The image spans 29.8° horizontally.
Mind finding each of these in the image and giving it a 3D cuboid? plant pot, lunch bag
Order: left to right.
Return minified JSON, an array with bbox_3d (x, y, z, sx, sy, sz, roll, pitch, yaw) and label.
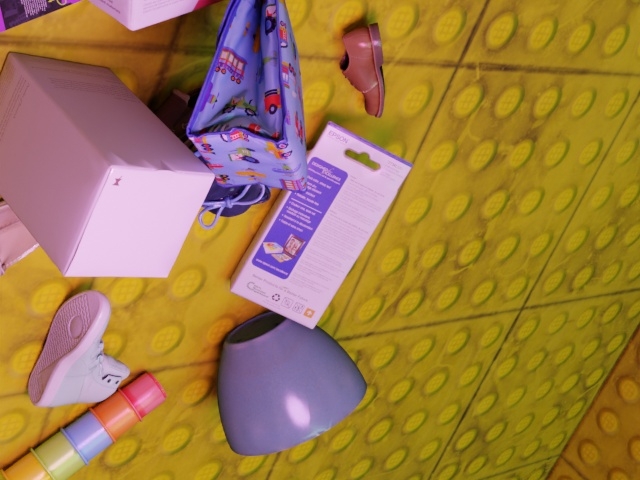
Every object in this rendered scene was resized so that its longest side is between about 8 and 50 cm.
[{"bbox_3d":[-0.077,-0.238,1.639,0.221,0.138,0.293,68,28,-74],"label":"lunch bag"},{"bbox_3d":[-0.081,0.248,2.292,0.290,0.290,0.195,-29,105,-22],"label":"plant pot"}]

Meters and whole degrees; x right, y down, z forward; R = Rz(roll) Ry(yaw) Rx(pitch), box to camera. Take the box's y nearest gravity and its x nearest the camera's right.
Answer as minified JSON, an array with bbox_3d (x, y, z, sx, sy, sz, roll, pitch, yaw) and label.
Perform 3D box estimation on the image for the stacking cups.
[{"bbox_3d":[-0.421,0.351,2.168,0.316,0.096,0.096,-38,145,-14],"label":"stacking cups"}]

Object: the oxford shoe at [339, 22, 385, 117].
[{"bbox_3d":[0.072,-0.289,2.067,0.076,0.076,0.212,-10,143,2],"label":"oxford shoe"}]

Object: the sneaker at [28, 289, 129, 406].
[{"bbox_3d":[-0.379,0.180,2.029,0.151,0.094,0.256,5,132,-41],"label":"sneaker"}]

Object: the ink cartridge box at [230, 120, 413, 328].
[{"bbox_3d":[-0.002,-0.029,2.161,0.175,0.069,0.371,26,111,-15],"label":"ink cartridge box"}]

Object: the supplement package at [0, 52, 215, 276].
[{"bbox_3d":[-0.317,-0.101,1.640,0.177,0.293,0.175,3,123,-46],"label":"supplement package"}]

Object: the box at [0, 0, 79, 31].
[{"bbox_3d":[-0.377,-0.344,1.565,0.162,0.029,0.116,-27,142,-23],"label":"box"}]

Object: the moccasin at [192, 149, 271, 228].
[{"bbox_3d":[-0.135,-0.095,1.859,0.137,0.117,0.342,-23,180,21],"label":"moccasin"}]

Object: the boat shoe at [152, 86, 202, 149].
[{"bbox_3d":[-0.223,-0.189,1.838,0.257,0.095,0.095,-27,131,-36],"label":"boat shoe"}]

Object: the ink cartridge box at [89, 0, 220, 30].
[{"bbox_3d":[-0.187,-0.453,1.542,0.226,0.131,0.306,-26,140,-39],"label":"ink cartridge box"}]

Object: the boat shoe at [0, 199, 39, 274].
[{"bbox_3d":[-0.507,0.040,1.754,0.302,0.098,0.109,-31,143,-20],"label":"boat shoe"}]
